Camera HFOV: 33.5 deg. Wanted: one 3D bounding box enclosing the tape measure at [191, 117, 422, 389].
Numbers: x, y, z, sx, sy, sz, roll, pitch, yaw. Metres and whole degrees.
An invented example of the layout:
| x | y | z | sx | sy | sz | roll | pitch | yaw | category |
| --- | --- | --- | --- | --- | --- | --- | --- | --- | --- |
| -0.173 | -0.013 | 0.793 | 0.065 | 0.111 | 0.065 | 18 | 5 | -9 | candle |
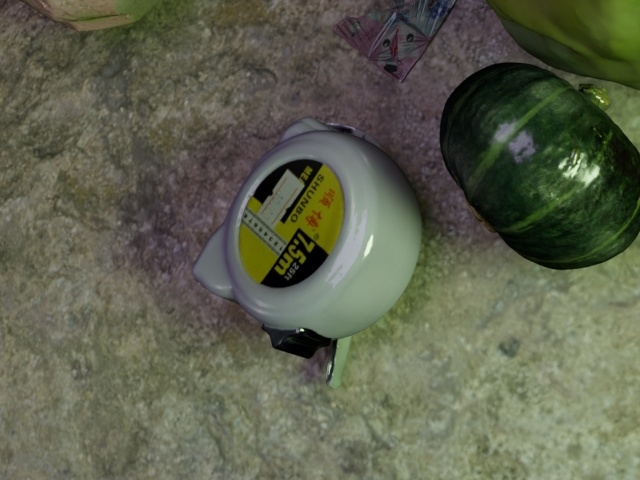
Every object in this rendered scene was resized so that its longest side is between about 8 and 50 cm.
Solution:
| x | y | z | sx | sy | sz | roll | pitch | yaw | category |
| --- | --- | --- | --- | --- | --- | --- | --- | --- | --- |
| 0.000 | 0.004 | 0.900 | 0.196 | 0.105 | 0.178 | -53 | 48 | 10 | tape measure |

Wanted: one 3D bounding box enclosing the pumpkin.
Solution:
| x | y | z | sx | sy | sz | roll | pitch | yaw | category |
| --- | --- | --- | --- | --- | --- | --- | --- | --- | --- |
| 0.160 | -0.055 | 0.761 | 0.125 | 0.167 | 0.167 | -28 | 63 | 15 | pumpkin |

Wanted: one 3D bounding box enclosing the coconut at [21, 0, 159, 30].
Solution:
| x | y | z | sx | sy | sz | roll | pitch | yaw | category |
| --- | --- | --- | --- | --- | --- | --- | --- | --- | --- |
| -0.255 | -0.335 | 1.080 | 0.233 | 0.245 | 0.233 | 0 | 85 | -3 | coconut |

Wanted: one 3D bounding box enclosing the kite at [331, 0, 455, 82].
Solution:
| x | y | z | sx | sy | sz | roll | pitch | yaw | category |
| --- | --- | --- | --- | --- | --- | --- | --- | --- | --- |
| 0.067 | -0.214 | 0.965 | 0.137 | 0.005 | 0.152 | -11 | 71 | 31 | kite |

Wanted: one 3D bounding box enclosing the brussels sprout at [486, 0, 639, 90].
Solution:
| x | y | z | sx | sy | sz | roll | pitch | yaw | category |
| --- | --- | --- | --- | --- | --- | --- | --- | --- | --- |
| 0.253 | -0.237 | 0.697 | 0.344 | 0.268 | 0.344 | -33 | 20 | 13 | brussels sprout |
